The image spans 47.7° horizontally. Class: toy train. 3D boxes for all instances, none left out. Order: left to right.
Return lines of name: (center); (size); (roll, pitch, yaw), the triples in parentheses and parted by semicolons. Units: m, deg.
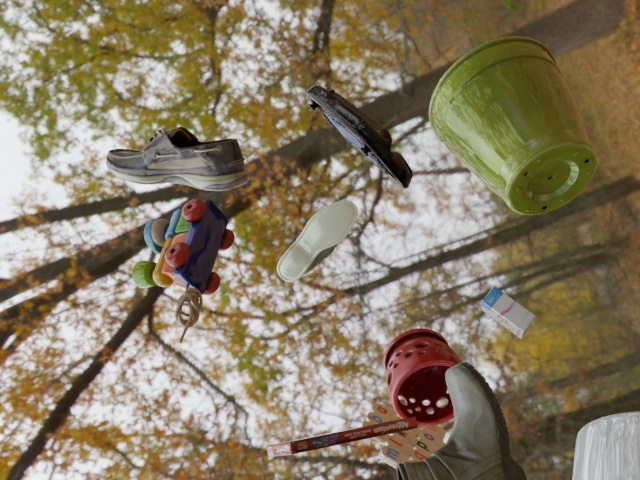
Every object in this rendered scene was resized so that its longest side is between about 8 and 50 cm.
toy train: (-0.244, 0.055, 1.160); (0.105, 0.143, 0.248); (50, -138, -42)

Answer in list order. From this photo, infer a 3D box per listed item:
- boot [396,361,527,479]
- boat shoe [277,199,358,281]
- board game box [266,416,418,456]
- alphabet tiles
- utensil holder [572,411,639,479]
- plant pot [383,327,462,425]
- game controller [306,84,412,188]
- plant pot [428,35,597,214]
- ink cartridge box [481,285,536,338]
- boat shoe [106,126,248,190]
boot: (0.176, 0.290, 0.983); (0.083, 0.161, 0.246); (94, 161, -56)
boat shoe: (-0.003, -0.003, 2.094); (0.109, 0.305, 0.091); (46, -165, 7)
board game box: (0.044, 0.404, 1.485); (0.281, 0.145, 0.027); (-4, -105, -24)
alphabet tiles: (0.241, 0.522, 1.859); (0.278, 0.021, 0.284); (28, -162, 10)
utensil holder: (0.519, 0.489, 1.056); (0.327, 0.328, 0.385); (49, -135, -40)
plant pot: (0.246, 0.313, 1.719); (0.191, 0.191, 0.174); (56, -170, -28)
game controller: (0.073, -0.209, 1.434); (0.166, 0.067, 0.319); (55, 178, -36)
plant pot: (0.508, -0.263, 1.838); (0.366, 0.366, 0.353); (44, -160, -46)
ink cartridge box: (0.455, 0.175, 1.752); (0.122, 0.052, 0.088); (37, 171, 21)
boat shoe: (-0.328, -0.198, 1.661); (0.132, 0.355, 0.130); (-42, -44, -66)
